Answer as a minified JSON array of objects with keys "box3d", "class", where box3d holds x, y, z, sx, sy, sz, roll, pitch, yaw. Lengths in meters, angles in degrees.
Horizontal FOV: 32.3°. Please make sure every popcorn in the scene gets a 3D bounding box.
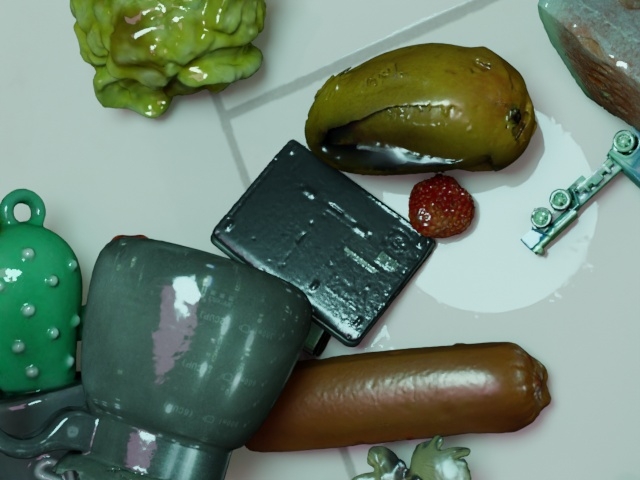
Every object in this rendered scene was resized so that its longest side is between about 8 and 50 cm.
[{"box3d":[-0.159,-0.243,1.201,0.235,0.181,0.217,9,90,20],"class":"popcorn"}]

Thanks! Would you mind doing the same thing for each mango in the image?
[{"box3d":[0.100,-0.129,1.147,0.248,0.156,0.151,-6,62,28],"class":"mango"}]

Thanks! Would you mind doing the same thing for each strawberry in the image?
[{"box3d":[0.123,-0.033,1.162,0.073,0.083,0.073,5,103,20],"class":"strawberry"}]

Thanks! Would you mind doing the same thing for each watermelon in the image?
[{"box3d":[0.375,-0.196,1.063,0.318,0.148,0.226,-4,64,13],"class":"watermelon"}]

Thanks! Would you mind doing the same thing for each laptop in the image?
[{"box3d":[0.000,0.000,1.202,0.207,0.026,0.154,37,77,14],"class":"laptop"}]

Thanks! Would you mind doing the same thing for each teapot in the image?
[{"box3d":[-0.168,0.147,1.061,0.223,0.305,0.285,9,79,37],"class":"teapot"}]

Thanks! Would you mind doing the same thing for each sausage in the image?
[{"box3d":[0.063,0.164,1.159,0.348,0.094,0.097,-8,82,15],"class":"sausage"}]

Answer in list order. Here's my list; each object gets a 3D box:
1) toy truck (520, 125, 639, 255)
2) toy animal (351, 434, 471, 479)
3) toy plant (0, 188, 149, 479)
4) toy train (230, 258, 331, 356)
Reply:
[{"box3d":[0.288,-0.040,1.129,0.175,0.067,0.081,-43,78,8],"class":"toy truck"},{"box3d":[0.064,0.289,1.141,0.186,0.094,0.214,3,115,-3],"class":"toy animal"},{"box3d":[-0.299,0.143,1.207,0.279,0.185,0.400,-12,91,-8],"class":"toy plant"},{"box3d":[-0.044,0.068,1.223,0.148,0.038,0.071,29,96,14],"class":"toy train"}]
